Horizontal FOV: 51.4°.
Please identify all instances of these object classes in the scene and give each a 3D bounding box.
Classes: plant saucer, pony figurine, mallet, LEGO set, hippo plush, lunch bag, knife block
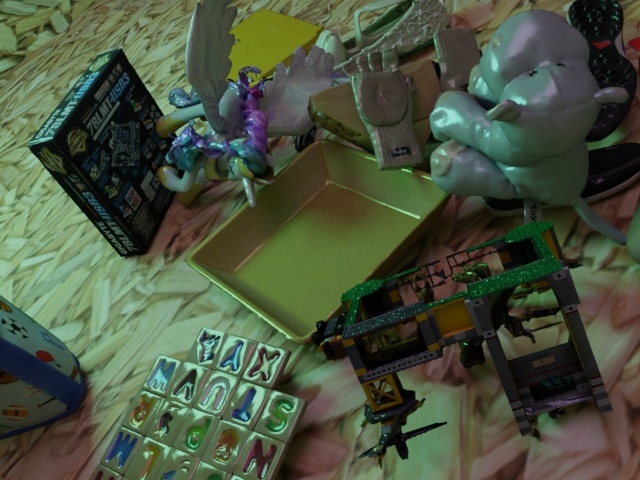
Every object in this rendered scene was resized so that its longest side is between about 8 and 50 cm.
[{"bbox_3d":[0.000,0.000,1.053,0.333,0.081,0.332,-45,41,-16],"label":"plant saucer"},{"bbox_3d":[-0.163,-0.225,1.206,0.363,0.302,0.351,1,77,53],"label":"pony figurine"},{"bbox_3d":[-0.132,-0.342,1.470,0.189,0.039,0.063,-12,71,10],"label":"mallet"},{"bbox_3d":[0.177,0.129,0.775,0.331,0.192,0.255,-22,10,5],"label":"LEGO set"},{"bbox_3d":[0.241,-0.143,0.831,0.234,0.236,0.295,-11,73,14],"label":"hippo plush"},{"bbox_3d":[-0.599,0.156,1.036,0.385,0.328,0.239,9,62,29],"label":"lunch bag"},{"bbox_3d":[0.146,-0.255,1.123,0.242,0.275,0.088,-63,2,-7],"label":"knife block"}]

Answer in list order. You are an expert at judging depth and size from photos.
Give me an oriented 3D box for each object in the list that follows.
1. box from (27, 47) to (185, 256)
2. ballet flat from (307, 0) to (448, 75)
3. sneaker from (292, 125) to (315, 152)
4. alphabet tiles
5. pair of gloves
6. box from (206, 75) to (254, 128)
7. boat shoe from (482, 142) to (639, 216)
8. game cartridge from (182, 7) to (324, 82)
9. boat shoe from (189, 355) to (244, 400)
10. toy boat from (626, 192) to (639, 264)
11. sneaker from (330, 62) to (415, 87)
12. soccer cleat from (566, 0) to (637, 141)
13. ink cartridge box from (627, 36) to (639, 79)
[{"bbox_3d":[-0.393,-0.172,1.309,0.073,0.293,0.296,-9,44,24],"label":"box"},{"bbox_3d":[0.076,-0.415,1.411,0.408,0.147,0.147,-31,39,0],"label":"ballet flat"},{"bbox_3d":[-0.038,-0.207,1.338,0.043,0.040,0.109,-27,32,30],"label":"sneaker"},{"bbox_3d":[-0.174,0.280,0.869,0.285,0.011,0.343,8,62,37],"label":"alphabet tiles"},{"bbox_3d":[0.169,-0.223,1.054,0.240,0.042,0.204,-17,81,-13],"label":"pair of gloves"},{"bbox_3d":[-0.201,-0.303,1.512,0.136,0.027,0.094,-23,67,8],"label":"box"},{"bbox_3d":[0.345,-0.098,0.949,0.232,0.079,0.084,-13,38,17],"label":"boat shoe"},{"bbox_3d":[-0.169,-0.474,1.695,0.285,0.053,0.323,-40,43,-12],"label":"game cartridge"},{"bbox_3d":[-0.127,0.205,0.936,0.137,0.049,0.043,-29,42,5],"label":"boat shoe"},{"bbox_3d":[0.477,-0.052,0.795,0.151,0.151,0.231,25,60,11],"label":"toy boat"},{"bbox_3d":[0.103,-0.290,1.296,0.282,0.102,0.161,28,61,35],"label":"sneaker"},{"bbox_3d":[0.426,-0.250,1.040,0.108,0.116,0.318,3,52,17],"label":"soccer cleat"},{"bbox_3d":[0.558,-0.234,0.961,0.134,0.078,0.231,-20,40,11],"label":"ink cartridge box"}]
